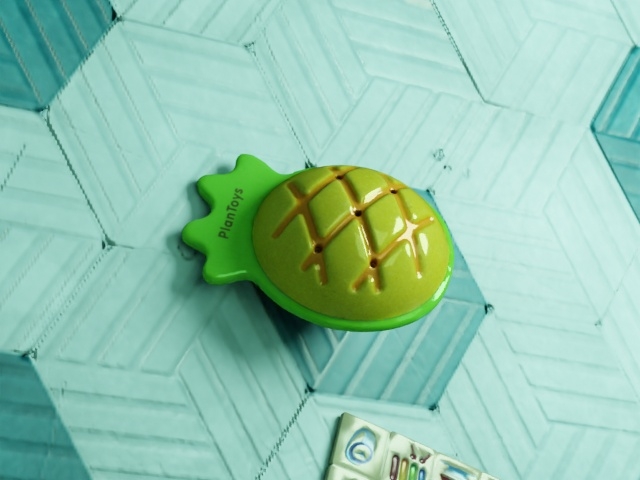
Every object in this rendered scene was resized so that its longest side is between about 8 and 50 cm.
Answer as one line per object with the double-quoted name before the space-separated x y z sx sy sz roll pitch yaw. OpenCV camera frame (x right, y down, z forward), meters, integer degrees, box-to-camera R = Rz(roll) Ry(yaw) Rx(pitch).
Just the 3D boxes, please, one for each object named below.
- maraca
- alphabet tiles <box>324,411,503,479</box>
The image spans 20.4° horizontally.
"maraca" 0.000 0.000 1.217 0.186 0.099 0.127 14 56 1
"alphabet tiles" 0.092 0.252 1.237 0.237 0.009 0.198 26 62 -22
